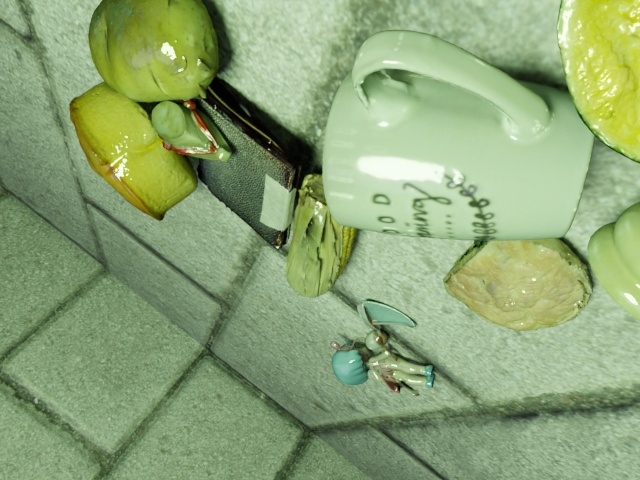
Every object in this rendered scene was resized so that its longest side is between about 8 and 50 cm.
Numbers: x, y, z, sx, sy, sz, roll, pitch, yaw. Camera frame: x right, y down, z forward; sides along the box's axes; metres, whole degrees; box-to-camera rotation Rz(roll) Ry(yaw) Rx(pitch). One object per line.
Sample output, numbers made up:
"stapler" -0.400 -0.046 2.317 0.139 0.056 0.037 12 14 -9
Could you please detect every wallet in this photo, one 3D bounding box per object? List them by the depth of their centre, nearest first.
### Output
"wallet" -0.134 -0.133 0.721 0.262 0.072 0.220 46 147 20

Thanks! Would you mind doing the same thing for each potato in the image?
"potato" -0.250 -0.290 0.612 0.249 0.169 0.144 12 -179 38

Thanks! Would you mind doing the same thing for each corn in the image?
"corn" -0.005 0.001 0.745 0.122 0.123 0.305 31 146 14

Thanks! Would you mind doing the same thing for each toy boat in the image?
"toy boat" -0.216 -0.180 0.661 0.185 0.089 0.071 38 -168 32
"toy boat" 0.146 0.163 0.892 0.122 0.034 0.096 -9 125 38

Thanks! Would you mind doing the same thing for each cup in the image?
"cup" 0.131 -0.100 0.407 0.234 0.186 0.258 11 166 26

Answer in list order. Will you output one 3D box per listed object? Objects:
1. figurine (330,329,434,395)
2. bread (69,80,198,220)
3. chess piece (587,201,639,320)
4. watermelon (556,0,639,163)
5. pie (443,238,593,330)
"figurine" 0.140 0.300 0.994 0.261 0.102 0.205 5 137 27
"bread" -0.354 -0.170 0.787 0.269 0.148 0.270 54 173 9
"chess piece" 0.376 -0.035 0.337 0.145 0.144 0.251 32 140 10
"watermelon" 0.278 -0.158 0.263 0.204 0.127 0.231 4 110 55
"pie" 0.288 0.065 0.605 0.185 0.052 0.218 36 145 7
